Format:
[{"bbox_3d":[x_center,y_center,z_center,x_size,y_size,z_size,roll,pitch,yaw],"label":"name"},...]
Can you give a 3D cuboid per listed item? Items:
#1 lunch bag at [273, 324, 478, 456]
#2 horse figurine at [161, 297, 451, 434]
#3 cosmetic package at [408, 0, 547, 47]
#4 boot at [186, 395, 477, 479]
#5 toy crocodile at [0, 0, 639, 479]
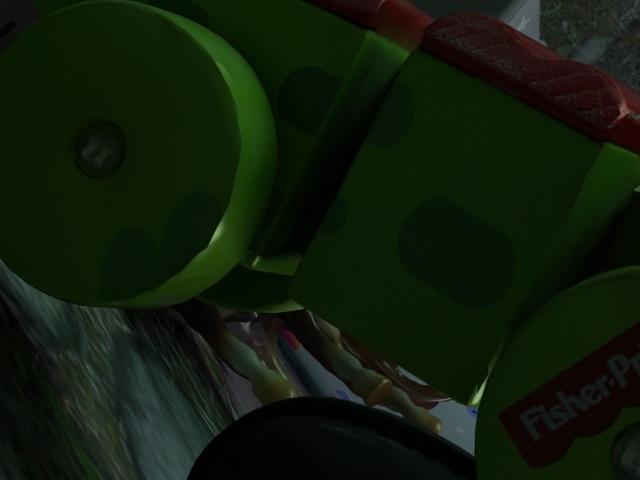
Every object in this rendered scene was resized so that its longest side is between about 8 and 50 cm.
[{"bbox_3d":[0.026,0.013,1.002,0.262,0.160,0.223,9,-36,41],"label":"lunch bag"},{"bbox_3d":[-0.027,0.019,0.747,0.174,0.066,0.263,48,1,26],"label":"horse figurine"},{"bbox_3d":[-0.033,-0.100,0.747,0.238,0.107,0.127,38,-12,20],"label":"cosmetic package"},{"bbox_3d":[0.014,0.096,0.328,0.263,0.091,0.229,51,4,34],"label":"boot"},{"bbox_3d":[0.031,-0.006,0.408,0.340,0.105,0.115,28,6,23],"label":"toy crocodile"}]
